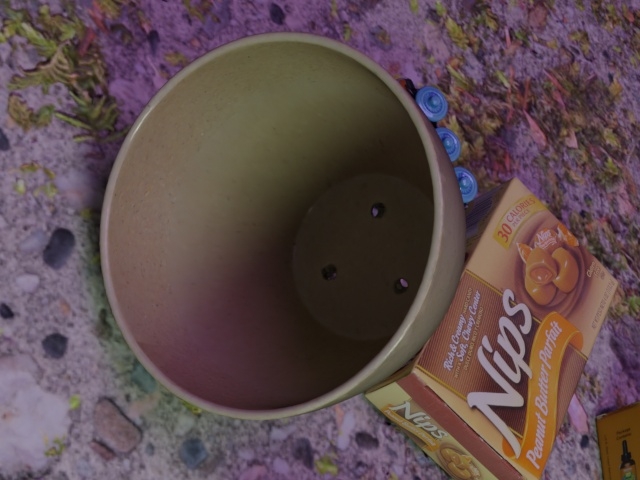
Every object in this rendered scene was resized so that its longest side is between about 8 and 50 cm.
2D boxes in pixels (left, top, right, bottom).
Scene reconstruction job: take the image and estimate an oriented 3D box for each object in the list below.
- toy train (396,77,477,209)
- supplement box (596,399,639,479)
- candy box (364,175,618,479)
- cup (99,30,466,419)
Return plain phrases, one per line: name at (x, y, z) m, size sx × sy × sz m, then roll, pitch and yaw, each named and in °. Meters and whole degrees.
toy train at (0.099, -0.091, 1.487) m, size 0.105 × 0.080 × 0.184 m, roll -13°, pitch 78°, yaw -32°
supplement box at (0.368, 0.300, 1.494) m, size 0.080 × 0.078 × 0.233 m, roll 13°, pitch 61°, yaw -33°
candy box at (0.193, 0.102, 1.451) m, size 0.183 × 0.087 × 0.316 m, roll 43°, pitch 49°, yaw -12°
cup at (0.000, 0.000, 1.236) m, size 0.237 × 0.331 × 0.331 m, roll 17°, pitch 54°, yaw -62°
